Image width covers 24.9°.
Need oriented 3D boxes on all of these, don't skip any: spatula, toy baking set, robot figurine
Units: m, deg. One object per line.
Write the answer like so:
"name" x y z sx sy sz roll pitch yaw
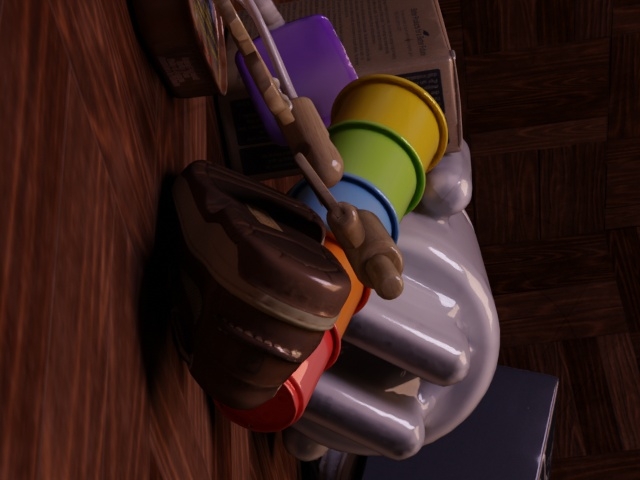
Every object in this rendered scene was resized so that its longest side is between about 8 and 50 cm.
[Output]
"spatula" -0.050 -0.185 1.045 0.296 0.084 0.030 61 8 -46
"toy baking set" -0.008 -0.068 0.876 0.197 0.030 0.256 62 1 -13
"robot figurine" 0.043 0.048 1.236 0.300 0.199 0.353 -57 -169 18

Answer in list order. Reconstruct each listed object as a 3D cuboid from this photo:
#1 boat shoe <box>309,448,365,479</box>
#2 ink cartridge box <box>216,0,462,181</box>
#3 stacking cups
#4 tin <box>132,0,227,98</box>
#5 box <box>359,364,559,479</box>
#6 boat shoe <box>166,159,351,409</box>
"boat shoe" 0.024 0.215 1.628 0.320 0.103 0.118 -63 161 -75
"ink cartridge box" 0.016 -0.141 1.250 0.235 0.193 0.088 -90 171 -65
"stacking cups" 0.000 0.000 1.003 0.316 0.096 0.096 -59 147 -49
"tin" -0.085 -0.148 0.862 0.190 0.040 0.106 73 6 -77
"box" 0.132 0.340 1.529 0.312 0.179 0.343 76 27 -60
"boat shoe" -0.051 0.022 0.803 0.095 0.095 0.257 -64 -171 8
